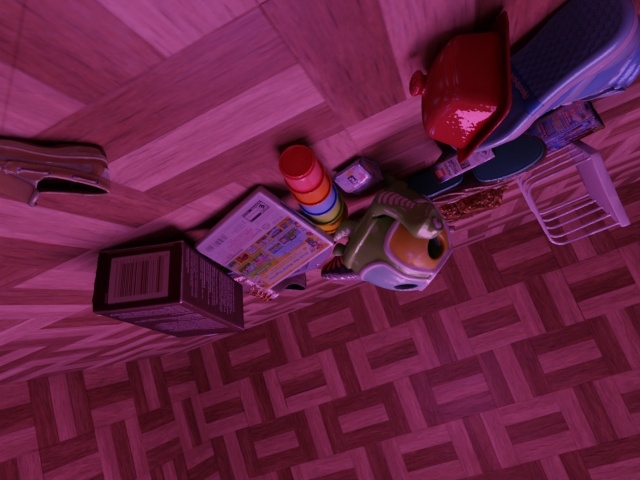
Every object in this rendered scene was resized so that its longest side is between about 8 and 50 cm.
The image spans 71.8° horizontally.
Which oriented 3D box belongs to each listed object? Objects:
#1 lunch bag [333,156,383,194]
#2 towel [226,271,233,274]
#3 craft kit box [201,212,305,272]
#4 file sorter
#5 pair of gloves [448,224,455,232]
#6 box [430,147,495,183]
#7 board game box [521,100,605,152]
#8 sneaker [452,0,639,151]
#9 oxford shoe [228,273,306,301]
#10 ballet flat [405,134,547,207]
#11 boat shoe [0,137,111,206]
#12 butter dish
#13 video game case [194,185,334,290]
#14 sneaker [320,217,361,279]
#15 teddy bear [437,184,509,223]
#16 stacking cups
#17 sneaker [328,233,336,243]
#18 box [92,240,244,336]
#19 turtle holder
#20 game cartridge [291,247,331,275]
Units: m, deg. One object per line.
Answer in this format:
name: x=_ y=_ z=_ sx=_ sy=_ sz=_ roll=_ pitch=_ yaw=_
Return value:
lunch bag: x=0.077 y=-0.133 z=0.916 sx=0.071 sy=0.053 sz=0.083 roll=-30 pitch=154 yaw=33
towel: x=-0.288 y=0.083 z=1.260 sx=0.120 sy=0.029 sz=0.067 roll=-13 pitch=-159 yaw=-27
craft kit box: x=-0.178 y=0.016 z=1.152 sx=0.247 sy=0.060 sz=0.250 roll=-9 pitch=163 yaw=-26
file sorter: x=0.629 y=-0.132 z=1.149 sx=0.173 sy=0.192 sz=0.277 roll=-27 pitch=-169 yaw=23
pair of gloves: x=0.349 y=-0.027 z=1.522 sx=0.205 sy=0.042 sz=0.240 roll=-5 pitch=-178 yaw=9
box: x=0.299 y=-0.177 z=0.913 sx=0.114 sy=0.036 sz=0.207 roll=-26 pitch=-172 yaw=27
board game box: x=0.555 y=-0.257 z=1.061 sx=0.194 sy=0.060 sz=0.194 roll=-26 pitch=168 yaw=37
sneaker: x=0.378 y=-0.245 z=0.730 sx=0.208 sy=0.127 sz=0.319 roll=-7 pitch=163 yaw=-37
oxford shoe: x=-0.193 y=0.133 z=1.416 sx=0.364 sy=0.132 sz=0.130 roll=-9 pitch=164 yaw=-35
ballet flat: x=0.373 y=-0.152 z=1.088 sx=0.343 sy=0.116 sz=0.124 roll=-22 pitch=155 yaw=22
boat shoe: x=-0.346 y=-0.074 z=0.517 sx=0.190 sy=0.072 sz=0.068 roll=-9 pitch=163 yaw=-35
butter dish: x=0.183 y=-0.211 z=0.616 sx=0.119 sy=0.159 sz=0.160 roll=6 pitch=163 yaw=-5
video game case: x=-0.122 y=0.006 z=0.955 sx=0.206 sy=0.026 sz=0.227 roll=35 pitch=125 yaw=-29
sneaker: x=0.104 y=0.029 z=1.348 sx=0.125 sy=0.179 sz=0.321 roll=4 pitch=169 yaw=-30
teddy bear: x=0.420 y=-0.119 z=1.376 sx=0.245 sy=0.112 sz=0.338 roll=-12 pitch=174 yaw=-1
stacking cups: x=-0.015 y=-0.090 z=0.870 sx=0.096 sy=0.095 sz=0.316 roll=-21 pitch=166 yaw=8
sneaker: x=0.000 y=0.000 z=1.365 sx=0.057 sy=0.047 sz=0.119 roll=-14 pitch=170 yaw=31
box: x=-0.328 y=0.132 z=1.043 sx=0.191 sy=0.143 sz=0.381 roll=-7 pitch=158 yaw=6
turtle holder: x=0.186 y=-0.018 z=1.000 sx=0.243 sy=0.228 sz=0.320 roll=-43 pitch=165 yaw=-42
game cartridge: x=-0.071 y=0.045 z=1.193 sx=0.196 sy=0.060 sz=0.294 roll=-13 pitch=166 yaw=-11
